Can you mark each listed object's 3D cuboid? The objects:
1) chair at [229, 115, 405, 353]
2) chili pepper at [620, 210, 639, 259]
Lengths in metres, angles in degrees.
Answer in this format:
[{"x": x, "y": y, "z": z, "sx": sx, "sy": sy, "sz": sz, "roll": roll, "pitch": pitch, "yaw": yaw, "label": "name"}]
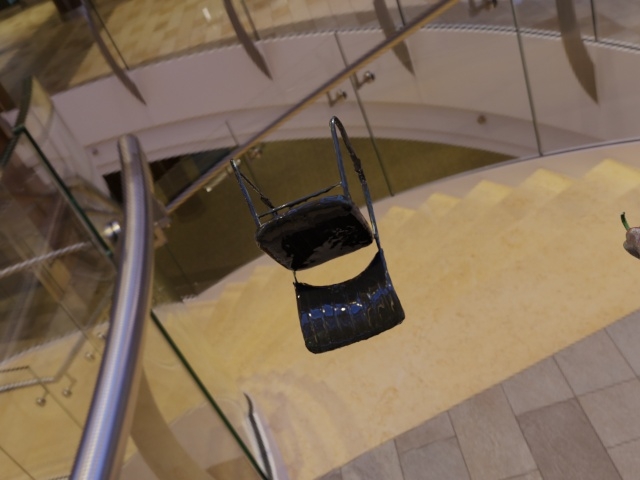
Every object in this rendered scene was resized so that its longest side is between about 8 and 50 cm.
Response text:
[{"x": 0.000, "y": 0.000, "z": 0.749, "sx": 0.140, "sy": 0.145, "sz": 0.221, "roll": -21, "pitch": 62, "yaw": 11, "label": "chair"}, {"x": 0.372, "y": 0.026, "z": 0.695, "sx": 0.041, "sy": 0.050, "sz": 0.153, "roll": -49, "pitch": 41, "yaw": 21, "label": "chili pepper"}]
